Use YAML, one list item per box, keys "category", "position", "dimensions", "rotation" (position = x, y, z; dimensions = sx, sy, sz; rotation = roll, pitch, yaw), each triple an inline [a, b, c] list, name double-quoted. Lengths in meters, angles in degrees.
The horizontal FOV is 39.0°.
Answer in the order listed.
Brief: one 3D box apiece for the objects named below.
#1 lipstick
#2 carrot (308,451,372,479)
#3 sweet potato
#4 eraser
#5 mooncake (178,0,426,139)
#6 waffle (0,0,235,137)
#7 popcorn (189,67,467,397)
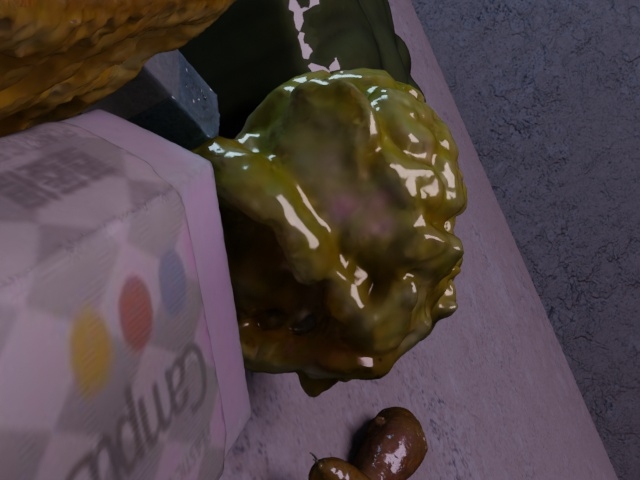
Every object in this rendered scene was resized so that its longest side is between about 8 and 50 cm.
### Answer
- category: "lipstick"
  position: [-0.181, -0.166, 0.597]
  dimensions: [0.317, 0.068, 0.066]
  rotation: [49, 26, -44]
- category: "carrot"
  position: [0.055, 0.243, 0.744]
  dimensions: [0.298, 0.078, 0.078]
  rotation: [55, 22, -37]
- category: "sweet potato"
  position: [0.064, 0.202, 0.851]
  dimensions: [0.068, 0.068, 0.226]
  rotation: [66, 19, -3]
- category: "eraser"
  position: [-0.133, 0.069, 0.378]
  dimensions: [0.397, 0.082, 0.213]
  rotation: [-52, 136, -69]
- category: "mooncake"
  position: [-0.022, -0.177, 0.881]
  dimensions: [0.351, 0.187, 0.351]
  rotation: [51, 24, -33]
- category: "waffle"
  position: [-0.151, -0.091, 0.438]
  dimensions: [0.057, 0.168, 0.274]
  rotation: [59, 21, -7]
- category: "popcorn"
  position: [0.000, 0.000, 0.657]
  dimensions: [0.212, 0.259, 0.259]
  rotation: [44, 19, 3]
